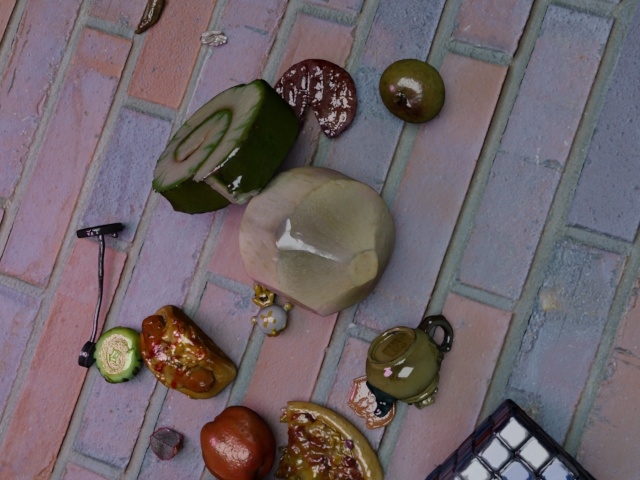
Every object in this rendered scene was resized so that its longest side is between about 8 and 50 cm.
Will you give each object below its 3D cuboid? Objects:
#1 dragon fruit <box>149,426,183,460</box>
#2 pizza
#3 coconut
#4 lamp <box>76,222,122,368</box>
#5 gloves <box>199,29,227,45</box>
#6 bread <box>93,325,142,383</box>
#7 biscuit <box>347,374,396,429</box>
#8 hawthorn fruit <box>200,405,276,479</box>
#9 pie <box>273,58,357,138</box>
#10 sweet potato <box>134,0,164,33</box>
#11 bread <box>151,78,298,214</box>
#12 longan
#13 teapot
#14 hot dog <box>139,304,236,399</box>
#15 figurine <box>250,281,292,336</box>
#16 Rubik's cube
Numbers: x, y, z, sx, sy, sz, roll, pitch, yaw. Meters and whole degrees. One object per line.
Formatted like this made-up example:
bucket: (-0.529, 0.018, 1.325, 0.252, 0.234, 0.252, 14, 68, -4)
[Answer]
dragon fruit: (-0.374, 0.501, 1.855, 0.083, 0.056, 0.060, 18, 112, 20)
pizza: (-0.007, 0.510, 1.763, 0.289, 0.081, 0.229, 39, 94, 11)
coconut: (0.000, 0.000, 1.698, 0.352, 0.352, 0.353, -1, 85, 12)
lamp: (-0.589, 0.128, 1.921, 0.108, 0.130, 0.371, 12, 98, 2)
gloves: (-0.278, -0.518, 1.932, 0.081, 0.037, 0.044, 16, 125, -2)
bread: (-0.498, 0.284, 1.890, 0.130, 0.071, 0.139, -20, 80, 6)
biscuit: (0.119, 0.378, 1.780, 0.102, 0.019, 0.130, -36, 78, 6)
hawthorn fruit: (-0.191, 0.481, 1.755, 0.189, 0.189, 0.189, -1, 85, 12)
pie: (-0.014, -0.341, 1.857, 0.218, 0.054, 0.204, 16, 89, 15)
sweet potato: (-0.436, -0.599, 1.975, 0.041, 0.038, 0.153, 38, 102, 34)
bread: (-0.219, -0.200, 1.739, 0.366, 0.382, 0.129, -41, 122, 10)
longan: (0.208, -0.341, 1.751, 0.154, 0.176, 0.145, 12, 124, 21)
teapot: (0.209, 0.289, 1.713, 0.269, 0.173, 0.182, -41, 115, -19)
hot dog: (-0.331, 0.268, 1.815, 0.256, 0.153, 0.150, 42, 94, 12)
figurine: (-0.121, 0.161, 1.828, 0.101, 0.068, 0.143, -1, 72, 17)
Rubik's cube: (0.402, 0.536, 1.571, 0.293, 0.292, 0.287, 44, 94, 14)
